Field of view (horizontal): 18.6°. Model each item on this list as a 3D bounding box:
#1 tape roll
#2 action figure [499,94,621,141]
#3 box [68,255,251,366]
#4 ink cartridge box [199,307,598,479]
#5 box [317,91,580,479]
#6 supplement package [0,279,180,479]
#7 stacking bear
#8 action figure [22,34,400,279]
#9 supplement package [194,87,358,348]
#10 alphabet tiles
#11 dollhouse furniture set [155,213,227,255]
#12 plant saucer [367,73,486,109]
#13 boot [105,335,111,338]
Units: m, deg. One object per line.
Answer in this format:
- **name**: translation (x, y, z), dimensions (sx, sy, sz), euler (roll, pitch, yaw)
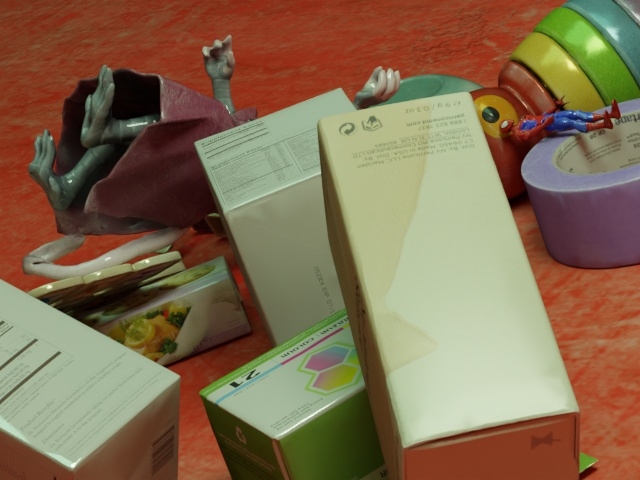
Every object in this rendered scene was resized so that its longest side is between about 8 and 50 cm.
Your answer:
- **tape roll**: translation (0.281, -0.055, 1.753), dimensions (0.189, 0.080, 0.189), euler (-19, 22, 8)
- **action figure**: translation (0.216, -0.111, 1.798), dimensions (0.115, 0.030, 0.038), euler (-9, 30, 33)
- **box**: translation (-0.225, 0.107, 1.845), dimensions (0.324, 0.063, 0.067), euler (-21, 19, -1)
- **ink cartridge box**: translation (0.055, 0.140, 1.473), dimensions (0.189, 0.097, 0.255), euler (-29, 23, -22)
- **box**: translation (0.087, 0.055, 1.397), dimensions (0.121, 0.148, 0.311), euler (-10, 47, -4)
- **supplement package**: translation (-0.248, 0.138, 1.566), dimensions (0.244, 0.139, 0.134), euler (27, 44, 24)
- **stacking bear**: translation (0.243, -0.145, 1.905), dimensions (0.289, 0.175, 0.164), euler (-34, -18, -6)
- **action figure**: translation (-0.078, -0.064, 1.937), dimensions (0.370, 0.275, 0.248), euler (10, 3, -33)
- **supplement package**: translation (0.000, 0.000, 1.719), dimensions (0.149, 0.194, 0.203), euler (-21, 22, -3)
- **alphabet tiles**: translation (-0.268, 0.068, 1.845), dimensions (0.284, 0.021, 0.278), euler (-16, -9, -42)
- **dollhouse furniture set**: translation (-0.132, -0.015, 2.045), dimensions (0.114, 0.091, 0.081), euler (4, 48, 41)
- **plant saucer**: translation (0.095, -0.147, 2.193), dimensions (0.195, 0.037, 0.195), euler (-18, 21, 7)
- **boot**: translation (-0.245, 0.164, 1.706), dimensions (0.179, 0.085, 0.236), euler (-20, 23, -6)
